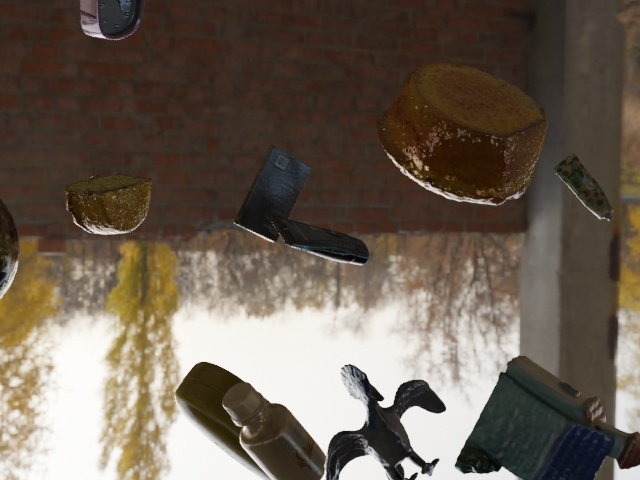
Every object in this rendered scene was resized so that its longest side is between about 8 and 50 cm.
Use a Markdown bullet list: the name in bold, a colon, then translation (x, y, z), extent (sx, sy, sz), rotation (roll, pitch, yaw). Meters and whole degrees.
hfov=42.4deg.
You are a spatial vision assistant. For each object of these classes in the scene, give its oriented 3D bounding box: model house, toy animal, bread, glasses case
- **model house**: translation (0.500, 0.417, 1.716), extent (0.329, 0.251, 0.295), rotation (24, -174, 23)
- **toy animal**: translation (0.096, 0.280, 1.205), extent (0.239, 0.176, 0.255), rotation (-31, 152, -21)
- **bread**: translation (-0.500, -0.083, 1.968), extent (0.143, 0.139, 0.229), rotation (2, -167, 25)
- **glasses case**: translation (-0.169, 0.437, 1.901), extent (0.371, 0.141, 0.173), rotation (42, 149, -14)
- **bread**: translation (0.256, -0.195, 1.483), extent (0.312, 0.172, 0.312), rotation (13, -145, -9)

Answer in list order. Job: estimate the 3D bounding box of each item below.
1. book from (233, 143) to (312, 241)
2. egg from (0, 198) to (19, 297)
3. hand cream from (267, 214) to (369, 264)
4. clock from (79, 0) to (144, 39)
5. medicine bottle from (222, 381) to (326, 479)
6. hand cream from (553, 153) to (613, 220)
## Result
- **book**: translation (-0.124, -0.121, 2.176), extent (0.024, 0.228, 0.160), rotation (23, 177, 43)
- **egg**: translation (-0.594, -0.004, 1.252), extent (0.238, 0.289, 0.238), rotation (-10, -137, 10)
- **hand cream**: translation (0.000, 0.000, 1.986), extent (0.271, 0.061, 0.120), rotation (17, -152, -41)
- **clock**: translation (-0.318, -0.392, 1.293), extent (0.050, 0.152, 0.110), rotation (27, -146, 35)
- **medicine bottle**: translation (-0.093, 0.375, 1.589), extent (0.114, 0.252, 0.114), rotation (-27, -151, 16)
- **hand cream**: translation (0.581, -0.111, 1.802), extent (0.057, 0.165, 0.037), rotation (-39, 173, 12)
